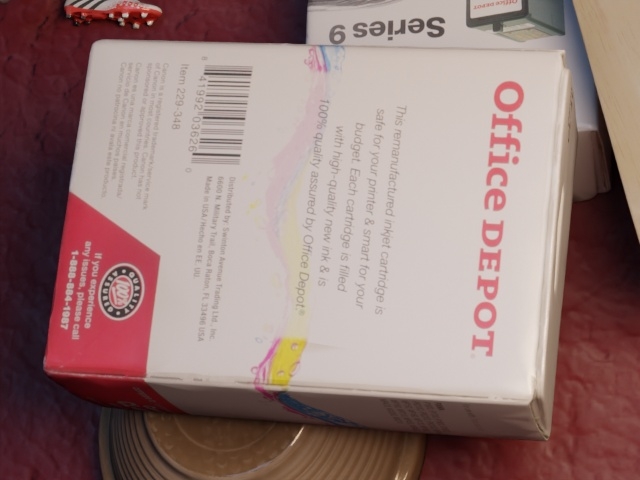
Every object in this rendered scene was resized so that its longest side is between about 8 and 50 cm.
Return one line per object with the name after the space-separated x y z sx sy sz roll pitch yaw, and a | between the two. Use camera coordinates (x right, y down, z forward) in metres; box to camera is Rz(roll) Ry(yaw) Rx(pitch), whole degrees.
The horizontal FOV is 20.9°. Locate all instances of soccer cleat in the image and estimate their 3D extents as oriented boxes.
-0.165 -0.190 1.384 0.083 0.029 0.036 3 74 18 | soccer cleat

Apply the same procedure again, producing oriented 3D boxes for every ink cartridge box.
0.103 -0.179 1.268 0.211 0.121 0.289 -3 69 12 | ink cartridge box
0.000 0.000 1.096 0.306 0.131 0.226 4 73 12 | ink cartridge box

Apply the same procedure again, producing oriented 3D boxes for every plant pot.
-0.049 0.120 1.194 0.237 0.110 0.237 -4 69 11 | plant pot

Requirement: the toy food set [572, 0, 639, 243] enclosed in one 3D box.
0.282 -0.136 1.109 0.219 0.092 0.306 -17 69 12 | toy food set

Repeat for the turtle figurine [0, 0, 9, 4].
-0.162 -0.273 1.356 0.234 0.175 0.118 -33 83 7 | turtle figurine
